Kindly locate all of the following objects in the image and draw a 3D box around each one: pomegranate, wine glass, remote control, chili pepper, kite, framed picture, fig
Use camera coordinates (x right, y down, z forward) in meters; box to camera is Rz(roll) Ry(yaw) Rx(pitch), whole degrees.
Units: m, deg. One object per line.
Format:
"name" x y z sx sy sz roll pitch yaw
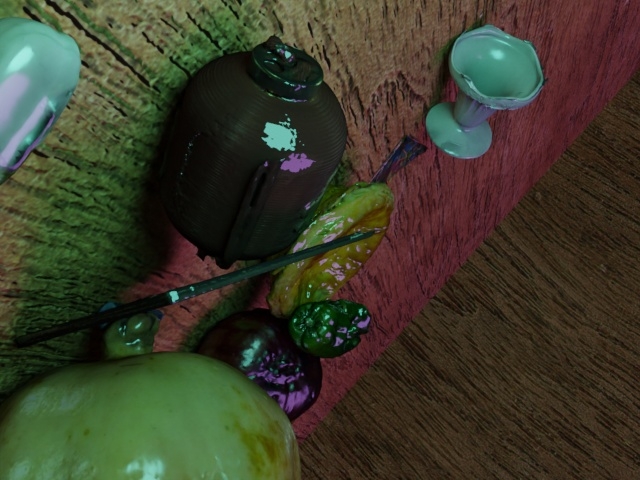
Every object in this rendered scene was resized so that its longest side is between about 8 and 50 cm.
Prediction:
"pomegranate" -0.214 0.287 0.941 0.411 0.411 0.411 -43 162 -17
"wine glass" 0.271 -0.244 1.344 0.165 0.165 0.196 -38 165 -31
"remote control" -0.251 0.103 1.028 0.043 0.027 0.152 -52 165 -2
"chili pepper" 0.023 0.150 1.313 0.253 0.083 0.099 14 93 -70
"kite" 0.150 -0.142 1.504 0.241 0.014 0.183 -37 161 -37
"framed picture" -0.142 0.053 0.830 0.255 0.014 0.339 -17 180 -44
"fig" -0.114 0.234 1.348 0.224 0.224 0.263 -33 156 -41

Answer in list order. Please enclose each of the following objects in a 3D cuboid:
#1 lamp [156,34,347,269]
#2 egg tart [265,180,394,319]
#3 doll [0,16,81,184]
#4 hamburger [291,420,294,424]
"lamp" -0.070 -0.083 0.799 0.180 0.180 0.258 -31 158 -45
"egg tart" 0.000 0.000 1.275 0.295 0.116 0.295 -41 161 -17
"doll" -0.272 -0.083 0.370 0.348 0.161 0.423 -55 169 -27
"hamburger" -0.133 0.329 1.596 0.318 0.158 0.318 -46 165 -16
